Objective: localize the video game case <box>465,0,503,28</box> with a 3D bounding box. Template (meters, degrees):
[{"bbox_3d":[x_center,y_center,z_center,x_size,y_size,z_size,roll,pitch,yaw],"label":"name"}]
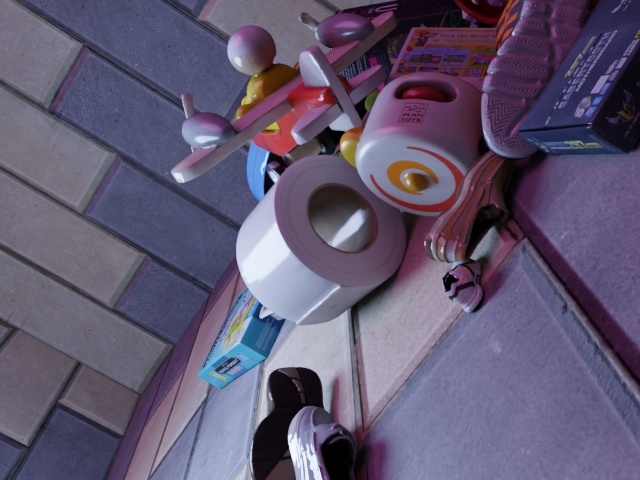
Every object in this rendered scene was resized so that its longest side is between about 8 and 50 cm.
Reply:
[{"bbox_3d":[0.390,-0.533,1.595,0.196,0.026,0.274,-59,10,-3],"label":"video game case"}]

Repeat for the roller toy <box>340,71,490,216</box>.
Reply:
[{"bbox_3d":[0.152,-0.132,1.085,0.191,0.209,0.146,-35,28,55],"label":"roller toy"}]

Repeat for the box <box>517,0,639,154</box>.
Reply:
[{"bbox_3d":[0.337,-0.206,0.845,0.233,0.059,0.183,-57,10,1],"label":"box"}]

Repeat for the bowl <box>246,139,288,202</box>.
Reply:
[{"bbox_3d":[-0.032,-0.237,1.892,0.391,0.077,0.391,-38,-34,-32],"label":"bowl"}]

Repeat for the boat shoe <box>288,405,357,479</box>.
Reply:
[{"bbox_3d":[0.014,0.274,0.934,0.081,0.079,0.227,-45,19,16],"label":"boat shoe"}]

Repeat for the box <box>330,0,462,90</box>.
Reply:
[{"bbox_3d":[0.165,-0.415,1.574,0.165,0.270,0.143,-77,-23,-56],"label":"box"}]

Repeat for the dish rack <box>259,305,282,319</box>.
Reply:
[{"bbox_3d":[-0.001,0.030,1.645,0.333,0.072,0.285,-63,11,-22],"label":"dish rack"}]

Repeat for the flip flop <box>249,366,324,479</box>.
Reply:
[{"bbox_3d":[-0.045,0.283,1.106,0.277,0.112,0.080,-94,12,-68],"label":"flip flop"}]

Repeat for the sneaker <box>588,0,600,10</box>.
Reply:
[{"bbox_3d":[0.405,-0.407,1.080,0.158,0.065,0.061,-62,12,-20],"label":"sneaker"}]

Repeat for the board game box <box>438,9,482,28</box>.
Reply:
[{"bbox_3d":[0.234,-0.273,1.272,0.030,0.136,0.260,116,179,-58],"label":"board game box"}]

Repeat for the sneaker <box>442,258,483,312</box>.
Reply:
[{"bbox_3d":[0.172,0.045,0.925,0.040,0.044,0.109,-56,9,22],"label":"sneaker"}]

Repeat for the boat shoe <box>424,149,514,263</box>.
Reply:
[{"bbox_3d":[0.212,-0.041,0.967,0.072,0.068,0.190,14,60,43],"label":"boat shoe"}]

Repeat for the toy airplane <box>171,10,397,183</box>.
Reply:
[{"bbox_3d":[-0.061,-0.263,1.310,0.384,0.272,0.386,-36,4,29],"label":"toy airplane"}]

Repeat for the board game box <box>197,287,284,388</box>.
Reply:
[{"bbox_3d":[-0.179,0.214,1.899,0.336,0.079,0.254,-41,20,55],"label":"board game box"}]

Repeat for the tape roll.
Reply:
[{"bbox_3d":[0.000,0.000,1.273,0.169,0.246,0.246,-45,17,50],"label":"tape roll"}]

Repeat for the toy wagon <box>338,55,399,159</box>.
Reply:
[{"bbox_3d":[0.096,-0.195,1.412,0.344,0.068,0.267,-47,15,48],"label":"toy wagon"}]

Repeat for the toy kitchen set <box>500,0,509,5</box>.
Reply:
[{"bbox_3d":[0.328,-0.363,1.244,0.075,0.083,0.068,-57,11,5],"label":"toy kitchen set"}]

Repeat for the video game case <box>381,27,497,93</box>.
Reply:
[{"bbox_3d":[0.223,-0.264,1.189,0.206,0.227,0.026,-65,-30,-32],"label":"video game case"}]

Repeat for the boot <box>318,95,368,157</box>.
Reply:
[{"bbox_3d":[0.051,-0.252,1.715,0.377,0.138,0.284,-45,-11,-8],"label":"boot"}]

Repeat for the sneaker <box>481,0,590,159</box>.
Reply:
[{"bbox_3d":[0.295,-0.244,1.041,0.180,0.124,0.321,81,-151,-79],"label":"sneaker"}]

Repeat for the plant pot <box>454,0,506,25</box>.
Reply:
[{"bbox_3d":[0.337,-0.510,1.341,0.191,0.191,0.174,-44,15,51],"label":"plant pot"}]
